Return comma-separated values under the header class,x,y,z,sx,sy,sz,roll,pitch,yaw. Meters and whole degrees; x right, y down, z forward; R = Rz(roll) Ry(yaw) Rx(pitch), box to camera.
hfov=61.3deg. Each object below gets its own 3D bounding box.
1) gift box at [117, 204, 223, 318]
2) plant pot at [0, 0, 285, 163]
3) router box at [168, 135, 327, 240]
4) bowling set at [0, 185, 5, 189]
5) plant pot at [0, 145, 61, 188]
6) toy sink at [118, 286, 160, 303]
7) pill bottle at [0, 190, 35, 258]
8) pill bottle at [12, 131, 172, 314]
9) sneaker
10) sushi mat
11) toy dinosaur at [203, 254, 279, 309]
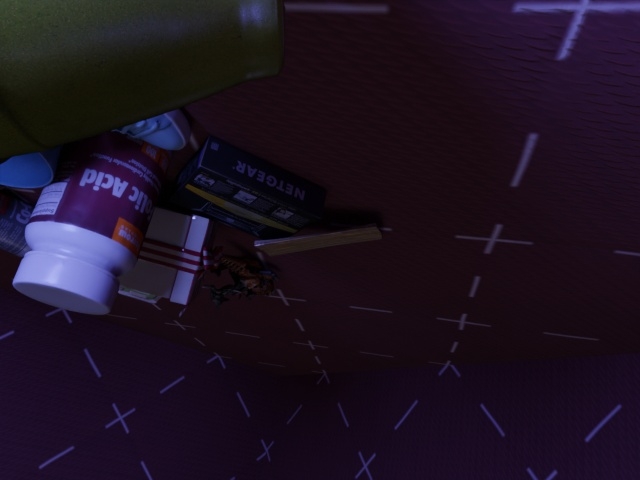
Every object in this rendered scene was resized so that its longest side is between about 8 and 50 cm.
class,x,y,z,sx,sy,sz,roll,pitch,yaw
gift box,-0.404,0.046,1.445,0.258,0.277,0.255,14,-175,-4
plant pot,-0.226,-0.285,0.598,0.352,0.367,0.366,-8,157,-8
router box,-0.178,-0.106,1.293,0.308,0.081,0.243,23,154,-25
bowling set,-0.933,-0.156,1.428,0.286,0.154,0.200,-4,152,32
plant pot,-0.616,-0.255,1.015,0.290,0.196,0.290,10,156,4
toy sink,-0.654,0.147,2.004,0.152,0.131,0.234,22,154,-22
pill bottle,-0.976,-0.063,1.644,0.161,0.161,0.283,-9,149,38
pill bottle,-0.476,-0.059,1.145,0.223,0.393,0.224,9,156,4
sneaker,-0.411,-0.245,1.004,0.135,0.150,0.365,-11,148,42
sushi mat,0.000,0.000,1.397,0.316,0.019,0.151,-9,165,8
toy dinosaur,-0.262,0.112,1.794,0.218,0.164,0.322,-11,133,12
